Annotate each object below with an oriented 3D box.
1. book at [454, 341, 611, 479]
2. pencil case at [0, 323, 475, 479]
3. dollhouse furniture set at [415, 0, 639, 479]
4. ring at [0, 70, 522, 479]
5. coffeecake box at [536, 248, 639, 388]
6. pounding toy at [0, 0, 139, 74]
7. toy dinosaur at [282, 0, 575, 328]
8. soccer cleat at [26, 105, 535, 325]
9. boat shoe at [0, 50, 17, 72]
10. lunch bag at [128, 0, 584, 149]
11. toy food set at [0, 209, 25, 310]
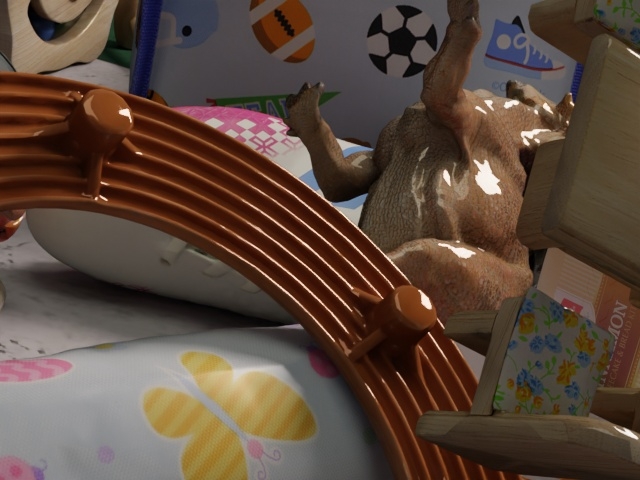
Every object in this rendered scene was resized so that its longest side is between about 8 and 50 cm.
[{"bbox_3d":[0.097,0.106,0.693,0.144,0.096,0.035,24,-15,35],"label":"book"},{"bbox_3d":[-0.065,0.096,0.598,0.273,0.124,0.113,-7,63,-41],"label":"pencil case"},{"bbox_3d":[0.191,0.009,0.567,0.242,0.212,0.161,27,-18,-30],"label":"dollhouse furniture set"},{"bbox_3d":[-0.054,0.074,0.507,0.337,0.032,0.336,21,47,-25],"label":"ring"},{"bbox_3d":[0.174,0.062,0.790,0.068,0.142,0.185,27,24,35],"label":"coffeecake box"},{"bbox_3d":[-0.202,-0.223,1.349,0.155,0.154,0.269,18,20,16],"label":"pounding toy"},{"bbox_3d":[0.072,0.003,0.805,0.200,0.295,0.127,41,-27,-28],"label":"toy dinosaur"},{"bbox_3d":[0.000,0.000,0.906,0.331,0.116,0.143,4,30,-16],"label":"soccer cleat"},{"bbox_3d":[-0.338,-0.147,1.070,0.335,0.121,0.119,19,33,14],"label":"boat shoe"},{"bbox_3d":[0.044,-0.220,1.102,0.328,0.385,0.239,12,8,-5],"label":"lunch bag"},{"bbox_3d":[-0.197,-0.052,0.800,0.071,0.217,0.128,-28,11,8],"label":"toy food set"}]
